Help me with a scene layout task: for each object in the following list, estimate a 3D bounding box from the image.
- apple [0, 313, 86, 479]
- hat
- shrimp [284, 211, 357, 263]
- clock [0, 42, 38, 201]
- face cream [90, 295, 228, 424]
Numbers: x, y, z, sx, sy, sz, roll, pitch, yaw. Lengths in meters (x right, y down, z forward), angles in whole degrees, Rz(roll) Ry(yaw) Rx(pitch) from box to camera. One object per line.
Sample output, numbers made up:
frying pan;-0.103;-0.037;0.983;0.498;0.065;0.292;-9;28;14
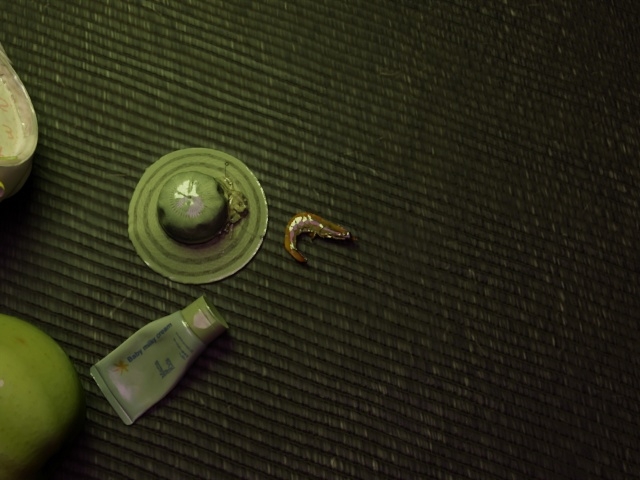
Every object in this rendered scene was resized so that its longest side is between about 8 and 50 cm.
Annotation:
apple;-0.479;0.241;0.953;0.278;0.279;0.279;1;75;-4
hat;-0.212;-0.059;1.109;0.251;0.110;0.252;1;76;-4
shrimp;0.000;0.000;1.153;0.127;0.025;0.091;11;75;3
clock;-0.624;-0.214;1.017;0.250;0.368;0.377;-24;58;17
face cream;-0.257;0.186;1.071;0.224;0.070;0.114;-38;81;-4
